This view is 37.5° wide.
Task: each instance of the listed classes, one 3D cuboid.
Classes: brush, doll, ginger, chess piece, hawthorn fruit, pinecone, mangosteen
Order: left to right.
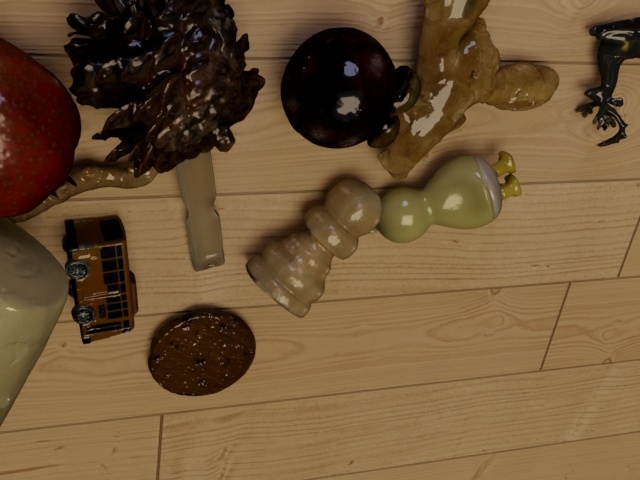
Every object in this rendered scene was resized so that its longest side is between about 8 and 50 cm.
[{"bbox_3d":[-0.456,-0.142,1.333,0.254,0.254,0.300,-38,144,6],"label":"hawthorn fruit"},{"bbox_3d":[-0.372,-0.095,1.495,0.288,0.075,0.089,-22,169,-9],"label":"ginger"},{"bbox_3d":[-0.229,-0.242,1.330,0.242,0.298,0.296,-10,108,34],"label":"pinecone"},{"bbox_3d":[-0.208,-0.075,1.594,0.060,0.050,0.321,-16,135,-14],"label":"brush"},{"bbox_3d":[0.000,0.000,1.676,0.261,0.143,0.142,-47,127,8],"label":"chess piece"},{"bbox_3d":[0.037,-0.234,1.480,0.209,0.210,0.210,-10,126,-15],"label":"mangosteen"},{"bbox_3d":[0.220,-0.074,1.727,0.296,0.117,0.141,-15,121,6],"label":"doll"},{"bbox_3d":[0.214,-0.282,1.568,0.348,0.122,0.363,-39,138,-3],"label":"ginger"}]

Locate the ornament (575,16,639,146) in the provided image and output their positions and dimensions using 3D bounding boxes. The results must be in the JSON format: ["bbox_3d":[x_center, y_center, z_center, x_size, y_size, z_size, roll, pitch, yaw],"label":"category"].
[{"bbox_3d":[0.571,-0.289,1.731,0.202,0.080,0.236,-7,123,-13],"label":"ornament"}]

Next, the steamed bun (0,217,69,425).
[{"bbox_3d":[-0.632,0.083,1.377,0.455,0.290,0.371,22,111,-22],"label":"steamed bun"}]

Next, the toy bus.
[{"bbox_3d":[-0.371,0.066,1.591,0.114,0.098,0.201,-9,124,-16],"label":"toy bus"}]

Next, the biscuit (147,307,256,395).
[{"bbox_3d":[-0.223,0.213,1.788,0.212,0.036,0.212,-11,127,-15],"label":"biscuit"}]
